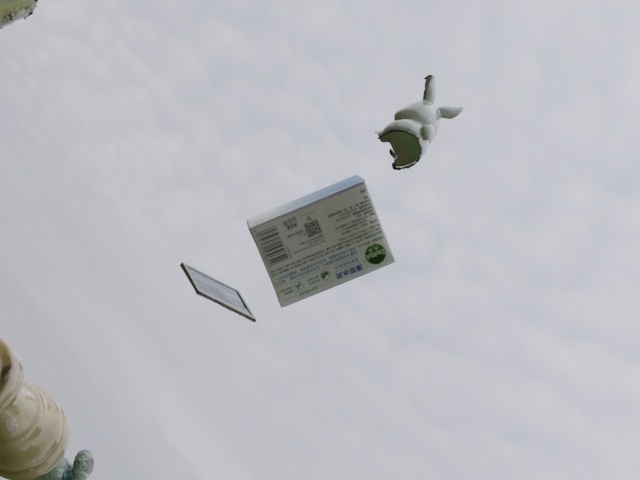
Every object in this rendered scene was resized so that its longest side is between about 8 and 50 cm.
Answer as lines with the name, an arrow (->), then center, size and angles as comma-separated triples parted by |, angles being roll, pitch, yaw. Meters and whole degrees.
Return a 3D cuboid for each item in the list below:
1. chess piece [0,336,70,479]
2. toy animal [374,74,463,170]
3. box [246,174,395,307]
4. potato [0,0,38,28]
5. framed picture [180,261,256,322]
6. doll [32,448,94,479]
chess piece -> -0.380, 0.149, 1.283 | 0.117, 0.117, 0.397 | 47, -17, 25
toy animal -> 0.132, -0.160, 1.613 | 0.071, 0.124, 0.085 | 45, -50, -6
box -> 0.001, 0.000, 1.812 | 0.073, 0.194, 0.139 | -121, -171, -75
potato -> -0.470, -0.320, 1.582 | 0.105, 0.188, 0.085 | 50, -33, 31
framed picture -> -0.196, 0.100, 2.234 | 0.149, 0.011, 0.109 | 29, 14, -36
doll -> -0.479, 0.443, 2.061 | 0.071, 0.214, 0.103 | 31, 28, -47
